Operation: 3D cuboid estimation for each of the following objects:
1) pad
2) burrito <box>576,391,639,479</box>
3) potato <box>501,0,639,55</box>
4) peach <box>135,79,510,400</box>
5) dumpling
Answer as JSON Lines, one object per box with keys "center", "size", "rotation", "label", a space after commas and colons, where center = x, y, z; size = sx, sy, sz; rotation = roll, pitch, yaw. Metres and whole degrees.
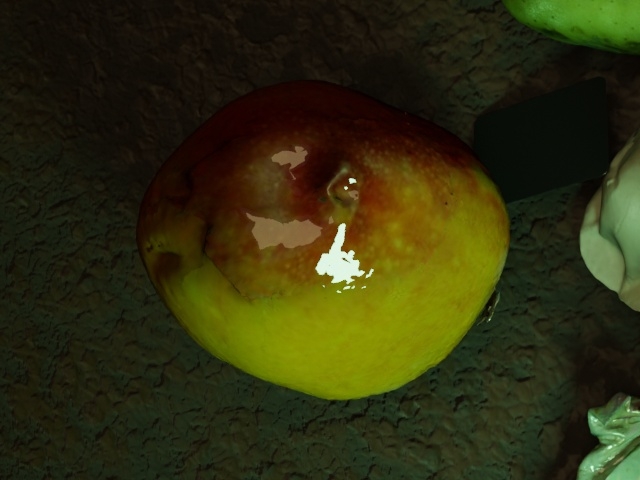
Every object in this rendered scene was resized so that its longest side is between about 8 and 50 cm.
{"center": [0.219, -0.096, 1.745], "size": [0.157, 0.003, 0.112], "rotation": [-16, 59, 35], "label": "pad"}
{"center": [0.302, 0.267, 1.694], "size": [0.144, 0.089, 0.228], "rotation": [16, 92, 4], "label": "burrito"}
{"center": [0.316, -0.280, 1.670], "size": [0.304, 0.216, 0.215], "rotation": [-2, 85, 29], "label": "potato"}
{"center": [0.001, -0.002, 1.665], "size": [0.373, 0.372, 0.289], "rotation": [24, 91, 18], "label": "peach"}
{"center": [0.324, -0.044, 1.704], "size": [0.151, 0.124, 0.228], "rotation": [9, 82, 54], "label": "dumpling"}
